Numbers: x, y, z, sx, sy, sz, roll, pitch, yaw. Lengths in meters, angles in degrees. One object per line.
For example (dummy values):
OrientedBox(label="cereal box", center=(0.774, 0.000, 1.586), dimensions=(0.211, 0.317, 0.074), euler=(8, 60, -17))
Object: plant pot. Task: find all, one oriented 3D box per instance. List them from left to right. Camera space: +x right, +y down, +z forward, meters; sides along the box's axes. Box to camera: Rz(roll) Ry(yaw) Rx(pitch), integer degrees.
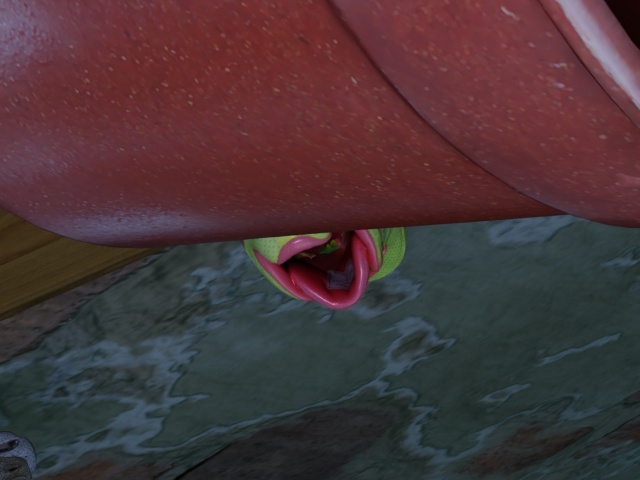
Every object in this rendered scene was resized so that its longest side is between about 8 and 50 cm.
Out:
OrientedBox(label="plant pot", center=(0.017, -0.115, 0.500), dimensions=(0.272, 0.272, 0.265), euler=(1, 171, -44))

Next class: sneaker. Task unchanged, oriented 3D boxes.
OrientedBox(label="sneaker", center=(0.000, 0.000, 0.975), dimensions=(0.081, 0.094, 0.208), euler=(-30, 157, 13))

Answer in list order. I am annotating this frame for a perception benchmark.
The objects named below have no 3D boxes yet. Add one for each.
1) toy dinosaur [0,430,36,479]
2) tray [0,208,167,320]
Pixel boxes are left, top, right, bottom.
OrientedBox(label="toy dinosaur", center=(-0.298, 0.155, 0.950), dimensions=(0.313, 0.160, 0.121), euler=(-33, 155, 19))
OrientedBox(label="tray", center=(-0.057, -0.075, 0.787), dimensions=(0.411, 0.076, 0.203), euler=(-23, 157, 2))
